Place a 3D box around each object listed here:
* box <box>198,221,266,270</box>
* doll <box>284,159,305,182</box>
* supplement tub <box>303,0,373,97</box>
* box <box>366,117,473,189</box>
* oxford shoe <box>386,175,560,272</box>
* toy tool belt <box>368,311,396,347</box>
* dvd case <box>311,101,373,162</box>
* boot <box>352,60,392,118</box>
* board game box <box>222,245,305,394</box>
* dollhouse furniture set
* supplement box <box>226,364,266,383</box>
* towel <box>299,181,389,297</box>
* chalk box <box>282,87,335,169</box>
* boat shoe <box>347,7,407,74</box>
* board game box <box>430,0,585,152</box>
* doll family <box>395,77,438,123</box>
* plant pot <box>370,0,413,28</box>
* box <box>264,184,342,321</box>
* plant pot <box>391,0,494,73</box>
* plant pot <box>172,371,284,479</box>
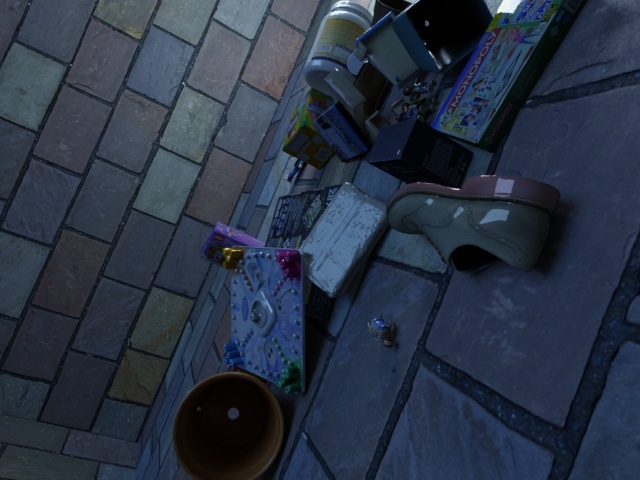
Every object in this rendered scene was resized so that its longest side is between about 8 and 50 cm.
[{"bbox_3d":[-0.340,0.056,1.895,0.201,0.293,0.057,-47,25,41],"label":"box"},{"bbox_3d":[-0.098,-0.356,2.084,0.189,0.046,0.129,-53,15,18],"label":"doll"},{"bbox_3d":[0.081,-0.770,1.821,0.228,0.228,0.317,-4,65,67],"label":"supplement tub"},{"bbox_3d":[0.212,-0.180,0.975,0.093,0.158,0.156,-67,21,-1],"label":"box"},{"bbox_3d":[0.227,-0.021,0.810,0.397,0.140,0.147,180,104,-70],"label":"oxford shoe"},{"bbox_3d":[0.132,0.185,0.941,0.083,0.052,0.051,-150,75,-69],"label":"toy tool belt"},{"bbox_3d":[0.067,-0.346,1.472,0.022,0.180,0.253,-43,13,-12],"label":"dvd case"},{"bbox_3d":[0.138,-0.459,1.519,0.306,0.115,0.112,-66,22,6],"label":"boot"},{"bbox_3d":[-0.182,0.215,1.326,0.389,0.050,0.391,1,92,51],"label":"board game box"},{"bbox_3d":[0.216,-0.462,1.355,0.303,0.286,0.198,-40,-17,3],"label":"dollhouse furniture set"},{"bbox_3d":[-0.260,0.450,1.554,0.081,0.104,0.188,-64,20,7],"label":"supplement box"},{"bbox_3d":[0.058,-0.002,1.187,0.187,0.049,0.282,37,95,38],"label":"towel"},{"bbox_3d":[-0.015,-0.474,1.815,0.180,0.179,0.289,-40,34,50],"label":"chalk box"},{"bbox_3d":[0.222,-0.711,1.599,0.301,0.108,0.102,-36,13,44],"label":"boat shoe"},{"bbox_3d":[0.370,-0.351,0.927,0.318,0.046,0.213,-62,22,14],"label":"board game box"},{"bbox_3d":[0.239,-0.329,1.178,0.111,0.076,0.193,10,72,49],"label":"doll family"},{"bbox_3d":[0.227,-0.675,1.448,0.167,0.166,0.165,-91,16,-48],"label":"plant pot"},{"bbox_3d":[-0.061,0.038,1.387,0.318,0.097,0.395,-7,64,51],"label":"box"},{"bbox_3d":[0.283,-0.533,1.121,0.165,0.166,0.234,-38,20,6],"label":"plant pot"},{"bbox_3d":[-0.253,0.512,1.268,0.203,0.290,0.291,131,158,-77],"label":"plant pot"}]
